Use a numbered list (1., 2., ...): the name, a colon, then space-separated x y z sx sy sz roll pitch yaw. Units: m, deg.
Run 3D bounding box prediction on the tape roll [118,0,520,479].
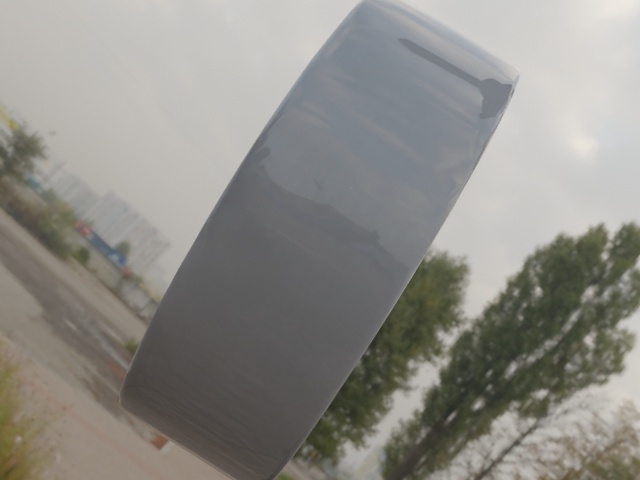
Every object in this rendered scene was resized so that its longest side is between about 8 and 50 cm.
1. tape roll: 0.000 0.000 0.428 0.072 0.219 0.219 32 -9 0
